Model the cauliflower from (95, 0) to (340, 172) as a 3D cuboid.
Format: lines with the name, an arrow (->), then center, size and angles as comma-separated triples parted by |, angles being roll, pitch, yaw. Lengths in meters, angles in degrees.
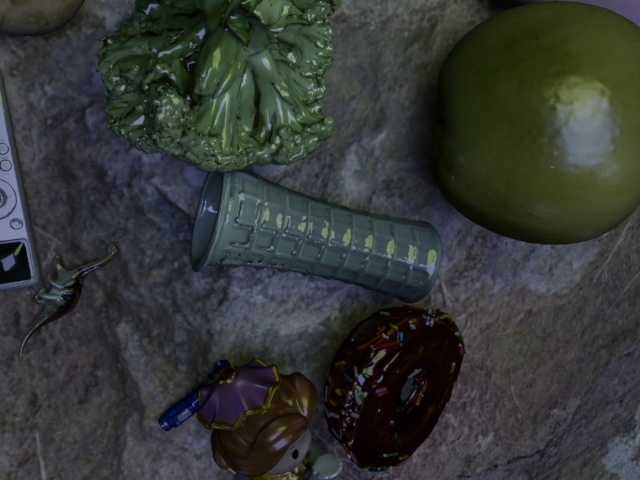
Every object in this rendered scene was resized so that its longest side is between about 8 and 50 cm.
cauliflower -> -0.096, -0.211, 0.711 | 0.272, 0.250, 0.275 | -2, 69, -17

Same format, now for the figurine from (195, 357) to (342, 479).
figurine -> -0.063, 0.264, 0.859 | 0.190, 0.142, 0.263 | 0, 125, 21

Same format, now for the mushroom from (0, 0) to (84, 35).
mushroom -> -0.325, -0.295, 0.703 | 0.166, 0.127, 0.166 | -3, 123, -4

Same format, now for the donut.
donut -> 0.094, 0.188, 0.896 | 0.235, 0.089, 0.235 | -20, 122, -37

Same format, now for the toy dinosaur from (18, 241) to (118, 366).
toy dinosaur -> -0.324, 0.065, 0.818 | 0.058, 0.037, 0.180 | 41, 88, -14

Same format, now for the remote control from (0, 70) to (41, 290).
remote control -> -0.381, -0.067, 0.779 | 0.067, 0.029, 0.260 | -8, 103, -14

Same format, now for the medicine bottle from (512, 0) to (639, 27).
medicine bottle -> 0.355, -0.350, 0.862 | 0.254, 0.152, 0.152 | 15, 97, -18

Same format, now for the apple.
apple -> 0.265, -0.137, 0.813 | 0.254, 0.292, 0.291 | 1, 102, 5

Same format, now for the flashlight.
flashlight -> -0.161, 0.211, 0.893 | 0.121, 0.035, 0.057 | -36, 109, -6

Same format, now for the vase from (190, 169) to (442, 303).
vase -> 0.000, 0.000, 0.846 | 0.299, 0.143, 0.143 | 14, 97, -20
